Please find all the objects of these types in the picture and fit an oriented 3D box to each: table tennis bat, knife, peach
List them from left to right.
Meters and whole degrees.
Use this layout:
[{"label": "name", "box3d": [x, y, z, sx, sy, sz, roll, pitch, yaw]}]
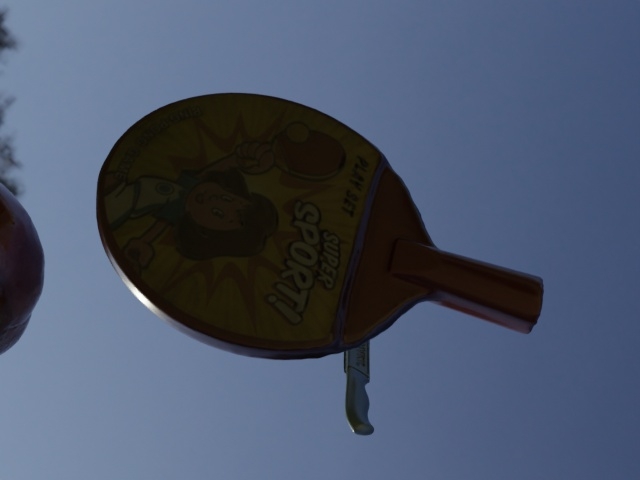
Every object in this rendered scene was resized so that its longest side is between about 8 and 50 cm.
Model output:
[{"label": "peach", "box3d": [-0.385, 0.030, 1.147, 0.214, 0.235, 0.214, -2, -93, 41]}, {"label": "table tennis bat", "box3d": [0.000, 0.000, 0.838, 0.310, 0.038, 0.200, 17, -122, -3]}, {"label": "knife", "box3d": [0.036, 0.129, 1.175, 0.210, 0.028, 0.015, -88, -169, -68]}]
